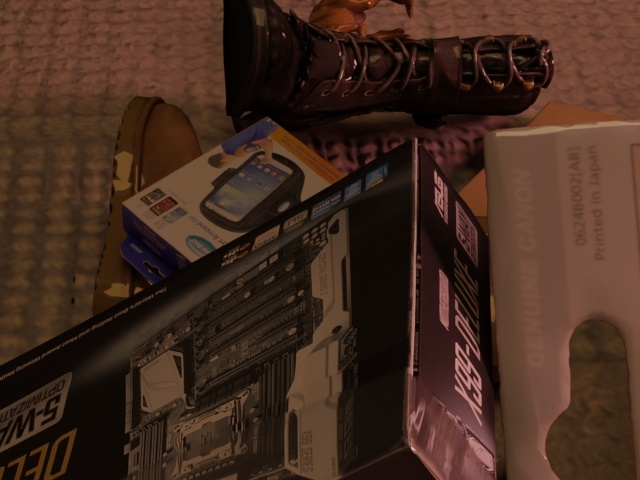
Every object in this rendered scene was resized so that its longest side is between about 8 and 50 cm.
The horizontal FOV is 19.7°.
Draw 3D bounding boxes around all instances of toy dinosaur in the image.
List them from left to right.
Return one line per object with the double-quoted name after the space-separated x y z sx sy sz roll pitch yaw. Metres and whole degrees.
0.019 -0.182 1.478 0.112 0.064 0.211 2 33 3 "toy dinosaur"

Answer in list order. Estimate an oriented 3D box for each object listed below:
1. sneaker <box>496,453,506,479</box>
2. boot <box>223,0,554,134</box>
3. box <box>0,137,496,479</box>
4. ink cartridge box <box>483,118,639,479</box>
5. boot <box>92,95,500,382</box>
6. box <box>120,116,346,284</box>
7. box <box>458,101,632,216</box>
0.133 0.179 0.911 0.064 0.086 0.192 -18 38 -27 "sneaker"
0.049 -0.126 1.286 0.229 0.091 0.263 -1 -4 0 "boot"
-0.064 0.106 0.884 0.307 0.076 0.242 -28 27 21 "box"
0.274 0.090 0.881 0.385 0.308 0.091 -3 -6 -2 "ink cartridge box"
0.000 0.000 1.187 0.269 0.089 0.236 1 46 1 "boot"
-0.056 -0.018 1.123 0.136 0.028 0.081 -32 55 -31 "box"
0.193 -0.031 1.294 0.164 0.021 0.201 19 38 25 "box"
